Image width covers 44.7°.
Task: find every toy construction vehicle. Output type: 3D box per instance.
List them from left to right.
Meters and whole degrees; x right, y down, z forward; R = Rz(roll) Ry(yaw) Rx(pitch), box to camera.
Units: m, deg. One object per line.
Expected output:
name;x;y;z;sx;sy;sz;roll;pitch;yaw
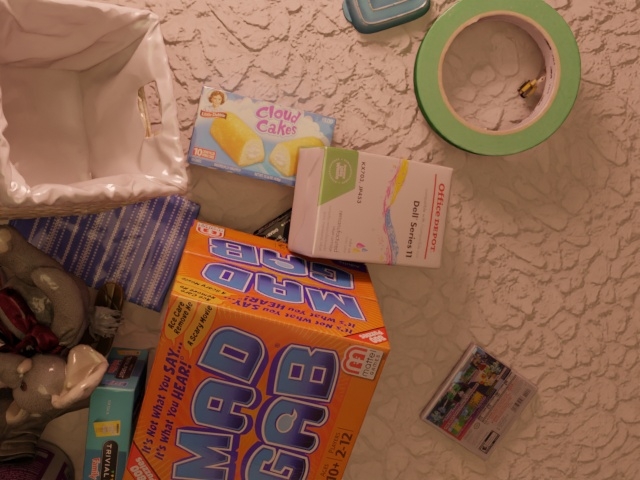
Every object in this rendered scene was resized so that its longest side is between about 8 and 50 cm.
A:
toy construction vehicle;0.457;-0.297;1.608;0.098;0.035;0.086;-41;101;0

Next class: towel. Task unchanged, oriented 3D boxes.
towel;-0.431;-0.024;1.532;0.336;0.040;0.243;22;95;-10

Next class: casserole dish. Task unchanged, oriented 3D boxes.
casserole dish;0.136;-0.481;1.541;0.188;0.037;0.114;-19;100;-5

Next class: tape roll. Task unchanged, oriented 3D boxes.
tape roll;0.347;-0.329;1.548;0.321;0.077;0.321;0;98;1

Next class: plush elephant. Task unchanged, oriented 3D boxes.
plush elephant;-0.504;0.183;1.350;0.272;0.255;0.330;-32;133;33

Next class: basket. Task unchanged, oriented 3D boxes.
basket;-0.446;-0.203;1.301;0.331;0.266;0.328;-8;86;-47

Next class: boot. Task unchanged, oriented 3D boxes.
boot;-0.545;0.360;1.504;0.247;0.161;0.083;-8;133;-2

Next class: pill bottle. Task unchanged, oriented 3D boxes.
pill bottle;-0.569;0.508;1.455;0.169;0.301;0.169;-1;98;-7

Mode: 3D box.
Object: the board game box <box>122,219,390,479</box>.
board game box;-0.117;0.222;1.413;0.357;0.356;0.356;15;109;-9

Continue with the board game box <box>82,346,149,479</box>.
board game box;-0.392;0.402;1.487;0.079;0.254;0.336;7;97;-8

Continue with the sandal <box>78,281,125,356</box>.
sandal;-0.432;0.164;1.551;0.072;0.049;0.180;24;98;4

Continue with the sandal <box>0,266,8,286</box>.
sandal;-0.637;0.101;1.491;0.076;0.102;0.265;-29;102;-5

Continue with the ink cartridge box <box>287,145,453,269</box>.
ink cartridge box;0.129;-0.057;1.503;0.354;0.119;0.207;6;92;-27

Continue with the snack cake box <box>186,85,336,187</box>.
snack cake box;-0.116;-0.197;1.522;0.264;0.089;0.152;12;97;-9

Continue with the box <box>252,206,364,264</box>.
box;0.000;0.000;1.583;0.220;0.051;0.175;-34;101;-1

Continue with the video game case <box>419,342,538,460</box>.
video game case;0.345;0.351;1.693;0.183;0.023;0.201;35;93;-11
